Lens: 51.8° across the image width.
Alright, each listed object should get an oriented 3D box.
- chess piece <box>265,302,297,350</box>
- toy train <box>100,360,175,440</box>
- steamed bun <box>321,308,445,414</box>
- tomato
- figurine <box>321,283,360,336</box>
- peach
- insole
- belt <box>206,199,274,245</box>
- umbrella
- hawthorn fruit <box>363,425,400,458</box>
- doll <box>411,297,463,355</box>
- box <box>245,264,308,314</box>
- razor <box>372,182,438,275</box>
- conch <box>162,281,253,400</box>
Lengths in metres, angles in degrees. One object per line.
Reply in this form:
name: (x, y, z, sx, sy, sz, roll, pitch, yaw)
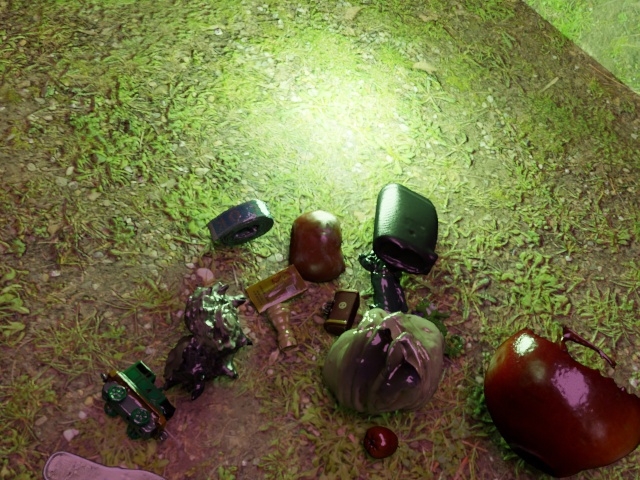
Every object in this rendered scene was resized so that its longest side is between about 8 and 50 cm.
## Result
chess piece: (-0.104, 0.237, 1.789, 0.066, 0.066, 0.122, -8, 66, -20)
toy train: (-0.434, 0.383, 1.586, 0.228, 0.091, 0.136, 38, 46, 11)
steamed bun: (0.166, 0.319, 1.670, 0.320, 0.206, 0.275, -39, 84, 7)
tomato: (0.000, 0.000, 1.918, 0.181, 0.155, 0.214, -1, 59, -11)
figurine: (0.054, 0.190, 1.860, 0.098, 0.082, 0.154, 10, 53, 15)
peach: (0.608, 0.430, 1.692, 0.406, 0.335, 0.310, 41, 77, 6)
insole: (-0.475, 0.560, 1.509, 0.322, 0.007, 0.109, 20, 54, -3)
belt: (-0.218, -0.046, 1.891, 0.163, 0.148, 0.082, -32, 66, 18)
umbrella: (0.187, 0.183, 1.880, 0.143, 0.094, 0.348, 4, 58, -19)
hawthorn fruit: (0.159, 0.513, 1.675, 0.093, 0.081, 0.081, 16, 49, -41)
doll: (0.341, 0.250, 1.907, 0.115, 0.050, 0.190, -20, 66, -18)
box: (-0.123, 0.138, 1.851, 0.156, 0.022, 0.089, -28, 70, -16)
razor: (0.257, -0.044, 1.975, 0.204, 0.113, 0.349, 25, 32, -7)
conch: (-0.278, 0.242, 1.632, 0.186, 0.240, 0.313, 22, 63, 18)
